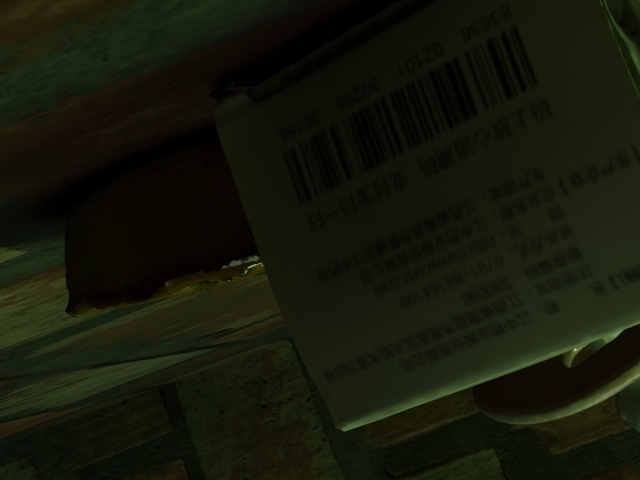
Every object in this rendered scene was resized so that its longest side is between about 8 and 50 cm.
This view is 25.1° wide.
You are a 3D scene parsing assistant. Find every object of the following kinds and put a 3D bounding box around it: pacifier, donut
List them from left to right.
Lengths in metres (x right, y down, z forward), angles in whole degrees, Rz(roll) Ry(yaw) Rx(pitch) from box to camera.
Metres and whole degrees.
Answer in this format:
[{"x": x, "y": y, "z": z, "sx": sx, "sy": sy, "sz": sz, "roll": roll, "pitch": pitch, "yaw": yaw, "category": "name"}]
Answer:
[{"x": -0.043, "y": -0.012, "z": 0.700, "sx": 0.162, "sy": 0.065, "sz": 0.178, "roll": -18, "pitch": 178, "yaw": 31, "category": "donut"}, {"x": 0.211, "y": 0.037, "z": 1.122, "sx": 0.220, "sy": 0.273, "sz": 0.332, "roll": -6, "pitch": -158, "yaw": -5, "category": "pacifier"}]

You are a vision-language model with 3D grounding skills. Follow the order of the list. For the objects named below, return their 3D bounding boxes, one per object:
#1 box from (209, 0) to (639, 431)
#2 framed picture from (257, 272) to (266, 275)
[{"x": 0.123, "y": -0.037, "z": 0.630, "sx": 0.173, "sy": 0.145, "sz": 0.333, "roll": -26, "pitch": 172, "yaw": 31, "category": "box"}, {"x": 0.000, "y": 0.000, "z": 1.163, "sx": 0.189, "sy": 0.023, "sz": 0.260, "roll": -23, "pitch": 174, "yaw": 31, "category": "framed picture"}]
